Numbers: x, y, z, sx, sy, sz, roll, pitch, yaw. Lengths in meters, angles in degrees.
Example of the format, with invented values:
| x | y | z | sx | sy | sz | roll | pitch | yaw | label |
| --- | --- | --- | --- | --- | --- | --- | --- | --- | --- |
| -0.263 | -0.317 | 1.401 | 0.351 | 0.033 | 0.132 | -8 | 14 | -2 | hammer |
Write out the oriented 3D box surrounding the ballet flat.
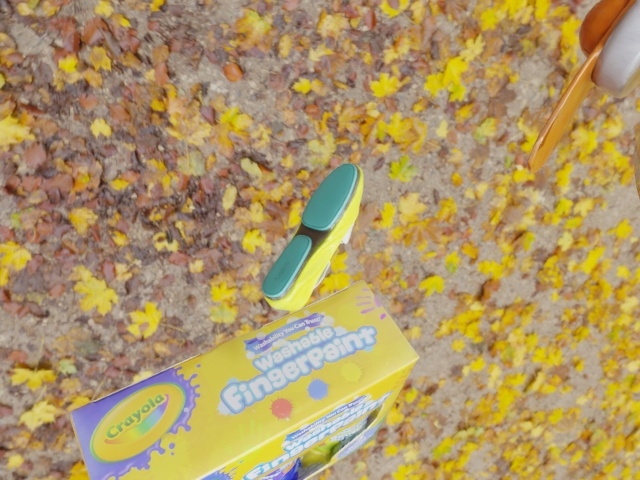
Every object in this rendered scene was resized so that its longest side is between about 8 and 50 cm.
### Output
| x | y | z | sx | sy | sz | roll | pitch | yaw | label |
| --- | --- | --- | --- | --- | --- | --- | --- | --- | --- |
| 0.000 | 0.000 | 0.744 | 0.077 | 0.077 | 0.231 | 41 | 77 | -44 | ballet flat |

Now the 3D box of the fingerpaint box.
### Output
| x | y | z | sx | sy | sz | roll | pitch | yaw | label |
| --- | --- | --- | --- | --- | --- | --- | --- | --- | --- |
| -0.100 | 0.300 | 0.826 | 0.444 | 0.163 | 0.371 | -22 | 147 | -22 | fingerpaint box |

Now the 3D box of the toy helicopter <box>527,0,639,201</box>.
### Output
| x | y | z | sx | sy | sz | roll | pitch | yaw | label |
| --- | --- | --- | --- | --- | --- | --- | --- | --- | --- |
| 0.261 | -0.134 | 0.286 | 0.140 | 0.234 | 0.355 | 48 | 58 | -61 | toy helicopter |
